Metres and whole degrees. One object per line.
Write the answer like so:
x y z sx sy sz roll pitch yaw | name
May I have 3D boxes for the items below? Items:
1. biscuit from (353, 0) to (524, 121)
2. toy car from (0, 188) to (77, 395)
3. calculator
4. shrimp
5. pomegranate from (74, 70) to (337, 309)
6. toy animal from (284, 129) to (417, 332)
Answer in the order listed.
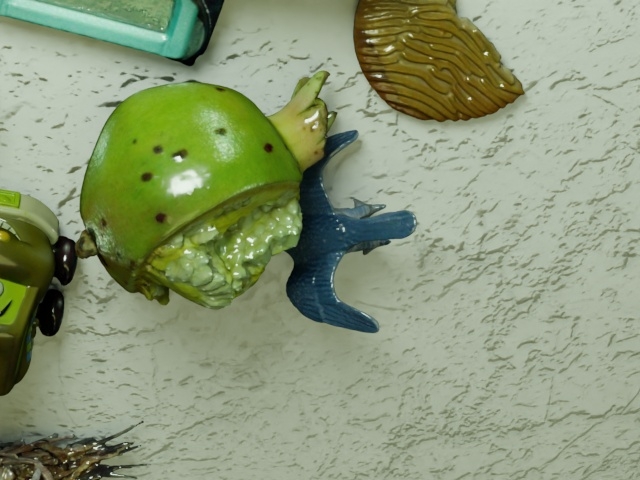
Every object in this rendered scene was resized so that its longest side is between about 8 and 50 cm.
0.140 -0.214 1.486 0.228 0.031 0.176 10 126 -15 | biscuit
-0.398 0.083 1.523 0.204 0.198 0.248 10 124 -15 | toy car
-0.206 -0.322 1.336 0.248 0.058 0.274 12 123 -18 | calculator
-0.397 0.324 1.760 0.343 0.117 0.145 -16 151 0 | shrimp
-0.116 -0.071 1.440 0.340 0.260 0.260 -38 129 -19 | pomegranate
0.000 0.000 1.551 0.176 0.239 0.255 -10 178 -34 | toy animal
